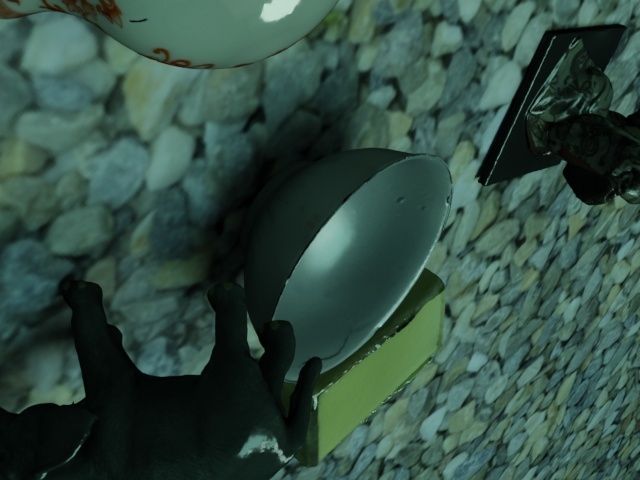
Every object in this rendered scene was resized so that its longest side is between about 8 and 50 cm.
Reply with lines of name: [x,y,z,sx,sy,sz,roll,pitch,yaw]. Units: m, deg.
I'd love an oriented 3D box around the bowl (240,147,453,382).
bowl: [0.000,0.000,0.964,0.189,0.086,0.189,-39,150,-28]

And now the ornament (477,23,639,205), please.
ornament: [0.282,-0.076,1.219,0.166,0.196,0.153,-18,139,-52]

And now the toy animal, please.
toy animal: [-0.131,0.100,0.829,0.269,0.137,0.082,-8,151,1]

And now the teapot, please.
teapot: [-0.038,-0.164,0.634,0.245,0.116,0.159,-25,100,-29]

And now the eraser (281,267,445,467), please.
eraser: [0.031,0.103,1.182,0.172,0.058,0.117,-39,151,-26]
